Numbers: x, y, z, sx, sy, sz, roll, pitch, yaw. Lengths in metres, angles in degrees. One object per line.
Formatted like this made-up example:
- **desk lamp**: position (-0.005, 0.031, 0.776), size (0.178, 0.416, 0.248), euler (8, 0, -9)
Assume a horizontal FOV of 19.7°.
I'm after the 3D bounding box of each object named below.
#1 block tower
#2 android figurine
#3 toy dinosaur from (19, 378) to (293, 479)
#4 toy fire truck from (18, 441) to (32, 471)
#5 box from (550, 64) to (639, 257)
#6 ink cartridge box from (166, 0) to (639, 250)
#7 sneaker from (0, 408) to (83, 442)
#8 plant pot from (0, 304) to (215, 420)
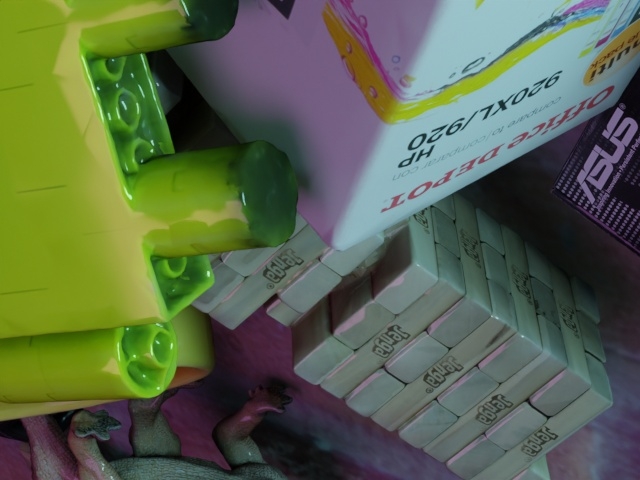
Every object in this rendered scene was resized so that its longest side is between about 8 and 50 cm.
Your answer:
- **block tower**: position (0.000, 0.000, 0.884), size (0.335, 0.091, 0.097), euler (35, 119, -25)
- **android figurine**: position (-0.144, -0.043, 0.754), size (0.272, 0.056, 0.248), euler (-8, 108, 31)
- **toy dinosaur**: position (-0.089, 0.194, 1.191), size (0.295, 0.127, 0.200), euler (18, 121, 1)
- **toy fire truck**: position (-0.131, 0.271, 1.379), size (0.217, 0.158, 0.246), euler (107, 152, -51)
- **box**: position (0.211, -0.033, 0.793), size (0.184, 0.045, 0.191), euler (36, 143, 9)
- **ink cartridge box**: position (0.048, -0.147, 0.705), size (0.168, 0.171, 0.233), euler (52, 149, 18)
- **sneaker**: position (-0.213, 0.045, 1.249), size (0.135, 0.097, 0.276), euler (30, 144, 21)
- **plant pot**: position (-0.199, -0.025, 1.020), size (0.254, 0.254, 0.239), euler (-19, 78, 52)
